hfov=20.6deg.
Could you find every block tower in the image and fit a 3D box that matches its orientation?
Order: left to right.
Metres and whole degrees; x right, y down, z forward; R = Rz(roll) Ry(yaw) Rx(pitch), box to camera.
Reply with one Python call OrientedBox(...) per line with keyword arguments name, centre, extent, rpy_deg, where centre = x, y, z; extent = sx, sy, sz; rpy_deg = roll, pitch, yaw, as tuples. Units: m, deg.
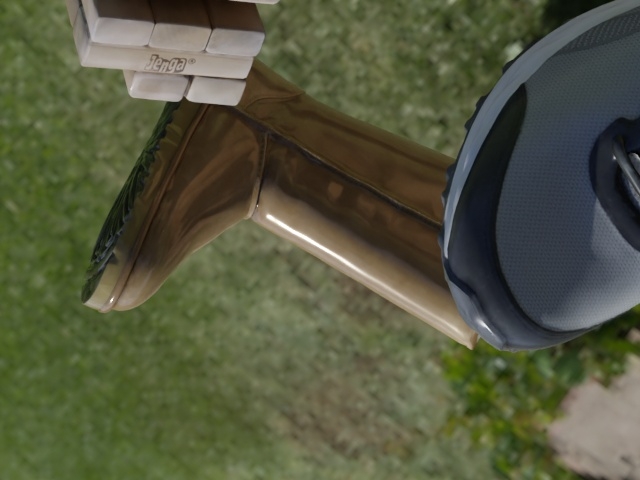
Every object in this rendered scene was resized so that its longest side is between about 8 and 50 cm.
OrientedBox(name="block tower", centre=(-0.036, -0.212, 0.791), extent=(0.335, 0.091, 0.097), rpy_deg=(115, 147, -41))

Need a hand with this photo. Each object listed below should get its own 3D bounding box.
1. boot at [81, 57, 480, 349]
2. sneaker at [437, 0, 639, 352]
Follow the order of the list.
OrientedBox(name="boot", centre=(0.000, 0.000, 1.200), extent=(0.269, 0.236, 0.089), rpy_deg=(29, 155, -11))
OrientedBox(name="sneaker", centre=(0.157, -0.058, 0.644), extent=(0.100, 0.271, 0.108), rpy_deg=(54, 172, -17))
